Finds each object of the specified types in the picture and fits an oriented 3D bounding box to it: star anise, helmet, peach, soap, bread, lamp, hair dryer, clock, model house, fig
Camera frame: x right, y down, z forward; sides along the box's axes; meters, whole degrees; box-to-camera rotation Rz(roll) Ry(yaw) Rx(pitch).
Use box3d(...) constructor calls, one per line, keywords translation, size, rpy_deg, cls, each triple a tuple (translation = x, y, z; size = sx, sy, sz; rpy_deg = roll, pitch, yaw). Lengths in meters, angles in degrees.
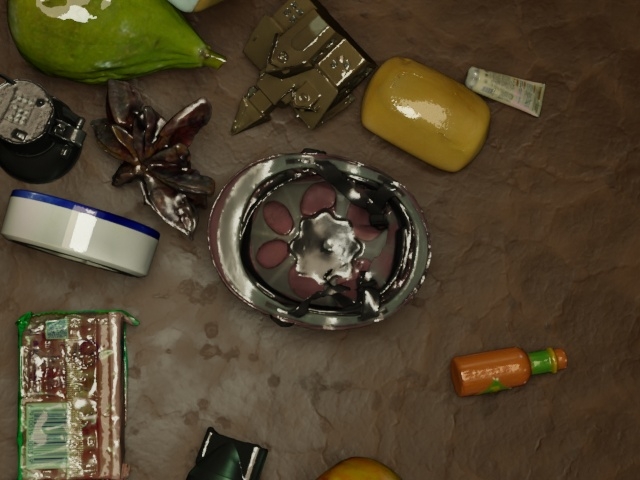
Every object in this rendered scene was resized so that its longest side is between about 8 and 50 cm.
box3d(translation=(-0.250, -0.129, 1.887), size=(0.282, 0.212, 0.129), rpy_deg=(21, 42, 32), cls="star anise")
box3d(translation=(0.000, 0.000, 1.909), size=(0.338, 0.197, 0.271), rpy_deg=(7, 90, 0), cls="helmet")
box3d(translation=(0.065, 0.433, 1.876), size=(0.197, 0.197, 0.197), rpy_deg=(1, 83, -7), cls="peach")
box3d(translation=(-0.385, 0.243, 1.884), size=(0.217, 0.098, 0.273), rpy_deg=(-1, 83, -7), cls="soap")
box3d(translation=(0.175, -0.208, 2.005), size=(0.217, 0.098, 0.147), rpy_deg=(25, 85, -2), cls="bread")
box3d(translation=(-0.435, -0.173, 1.860), size=(0.172, 0.227, 0.147), rpy_deg=(24, 81, -4), cls="lamp")
box3d(translation=(-0.220, 0.387, 1.811), size=(0.116, 0.302, 0.244), rpy_deg=(10, 78, 38), cls="hair dryer")
box3d(translation=(-0.361, -0.008, 1.850), size=(0.230, 0.230, 0.083), rpy_deg=(17, 86, -5), cls="clock")
box3d(translation=(-0.062, -0.255, 1.959), size=(0.248, 0.176, 0.181), rpy_deg=(-45, 80, 12), cls="model house")
box3d(translation=(-0.333, -0.317, 1.902), size=(0.314, 0.233, 0.233), rpy_deg=(45, 80, -17), cls="fig")

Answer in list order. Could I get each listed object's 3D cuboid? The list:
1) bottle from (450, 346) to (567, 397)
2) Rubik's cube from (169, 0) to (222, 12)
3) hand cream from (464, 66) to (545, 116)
box3d(translation=(0.307, 0.206, 1.986), size=(0.187, 0.069, 0.069), rpy_deg=(-10, 85, -7), cls="bottle")
box3d(translation=(-0.152, -0.597, 1.829), size=(0.351, 0.347, 0.352), rpy_deg=(47, 47, 4), cls="Rubik's cube")
box3d(translation=(0.309, -0.255, 2.060), size=(0.143, 0.039, 0.061), rpy_deg=(17, 75, -14), cls="hand cream")
